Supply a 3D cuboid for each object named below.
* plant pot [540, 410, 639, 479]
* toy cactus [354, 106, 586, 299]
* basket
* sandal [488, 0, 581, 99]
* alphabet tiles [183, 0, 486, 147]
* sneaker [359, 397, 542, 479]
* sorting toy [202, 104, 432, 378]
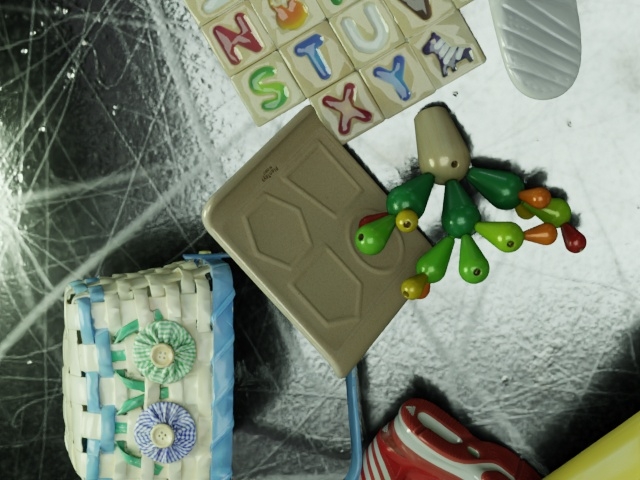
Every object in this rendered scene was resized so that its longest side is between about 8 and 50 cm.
[{"bbox_3d":[0.327,0.263,1.339,0.239,0.254,0.254,-28,97,28],"label":"plant pot"},{"bbox_3d":[0.130,-0.038,1.364,0.219,0.112,0.180,-11,67,-7],"label":"toy cactus"},{"bbox_3d":[-0.101,0.134,1.387,0.289,0.201,0.254,-4,95,-18],"label":"basket"},{"bbox_3d":[0.177,-0.255,1.319,0.102,0.076,0.265,-4,86,-13],"label":"sandal"},{"bbox_3d":[0.002,-0.277,1.382,0.285,0.011,0.342,-29,96,13],"label":"alphabet tiles"},{"bbox_3d":[0.135,0.262,1.453,0.221,0.087,0.128,41,123,-4],"label":"sneaker"},{"bbox_3d":[0.000,0.000,1.357,0.208,0.193,0.038,51,138,-10],"label":"sorting toy"}]
